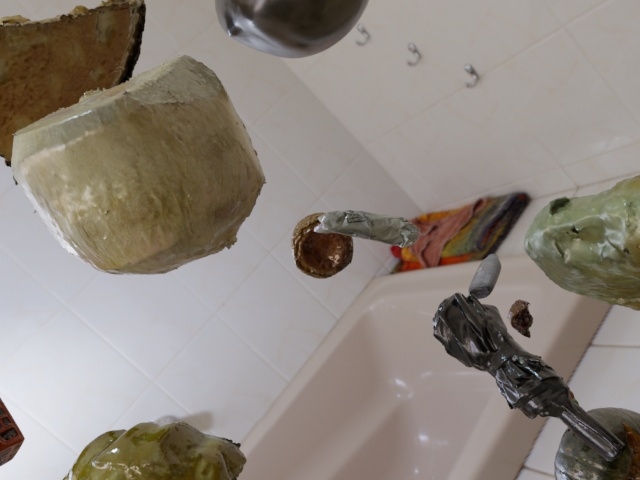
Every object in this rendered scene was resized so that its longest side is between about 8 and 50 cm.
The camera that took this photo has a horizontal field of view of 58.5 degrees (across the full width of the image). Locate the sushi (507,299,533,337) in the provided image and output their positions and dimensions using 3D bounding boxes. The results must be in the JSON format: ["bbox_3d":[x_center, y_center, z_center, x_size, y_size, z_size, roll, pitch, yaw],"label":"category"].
[{"bbox_3d":[0.424,0.166,1.206,0.050,0.099,0.047,-26,36,4],"label":"sushi"}]

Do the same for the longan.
[{"bbox_3d":[-0.054,-0.483,1.090,0.350,0.288,0.288,4,48,53],"label":"longan"}]

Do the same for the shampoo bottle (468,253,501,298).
[{"bbox_3d":[0.570,0.119,1.963,0.087,0.049,0.233,-17,18,35],"label":"shampoo bottle"}]

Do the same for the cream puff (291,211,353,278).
[{"bbox_3d":[0.000,0.000,1.604,0.183,0.183,0.169,-43,17,9],"label":"cream puff"}]

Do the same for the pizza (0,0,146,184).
[{"bbox_3d":[-0.521,-0.268,1.114,0.435,0.080,0.391,-35,-29,-42],"label":"pizza"}]

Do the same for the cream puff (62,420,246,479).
[{"bbox_3d":[-0.260,0.434,0.836,0.269,0.274,0.323,-93,25,-51],"label":"cream puff"}]

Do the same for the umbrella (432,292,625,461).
[{"bbox_3d":[0.311,0.204,0.889,0.118,0.118,0.340,-46,52,-6],"label":"umbrella"}]

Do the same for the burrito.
[{"bbox_3d":[0.092,-0.026,1.098,0.064,0.203,0.064,-172,90,-86],"label":"burrito"}]

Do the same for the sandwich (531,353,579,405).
[{"bbox_3d":[0.382,0.248,0.999,0.067,0.135,0.029,-29,-36,-15],"label":"sandwich"}]

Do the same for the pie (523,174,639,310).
[{"bbox_3d":[0.302,0.015,0.416,0.306,0.306,0.071,165,114,-68],"label":"pie"}]

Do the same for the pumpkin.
[{"bbox_3d":[0.568,0.442,1.122,0.238,0.238,0.159,-46,18,-7],"label":"pumpkin"}]

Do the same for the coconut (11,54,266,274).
[{"bbox_3d":[-0.228,-0.084,0.769,0.297,0.254,0.297,-19,28,11],"label":"coconut"}]

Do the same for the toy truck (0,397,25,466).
[{"bbox_3d":[-0.601,0.267,0.937,0.114,0.252,0.107,-21,-23,-53],"label":"toy truck"}]
